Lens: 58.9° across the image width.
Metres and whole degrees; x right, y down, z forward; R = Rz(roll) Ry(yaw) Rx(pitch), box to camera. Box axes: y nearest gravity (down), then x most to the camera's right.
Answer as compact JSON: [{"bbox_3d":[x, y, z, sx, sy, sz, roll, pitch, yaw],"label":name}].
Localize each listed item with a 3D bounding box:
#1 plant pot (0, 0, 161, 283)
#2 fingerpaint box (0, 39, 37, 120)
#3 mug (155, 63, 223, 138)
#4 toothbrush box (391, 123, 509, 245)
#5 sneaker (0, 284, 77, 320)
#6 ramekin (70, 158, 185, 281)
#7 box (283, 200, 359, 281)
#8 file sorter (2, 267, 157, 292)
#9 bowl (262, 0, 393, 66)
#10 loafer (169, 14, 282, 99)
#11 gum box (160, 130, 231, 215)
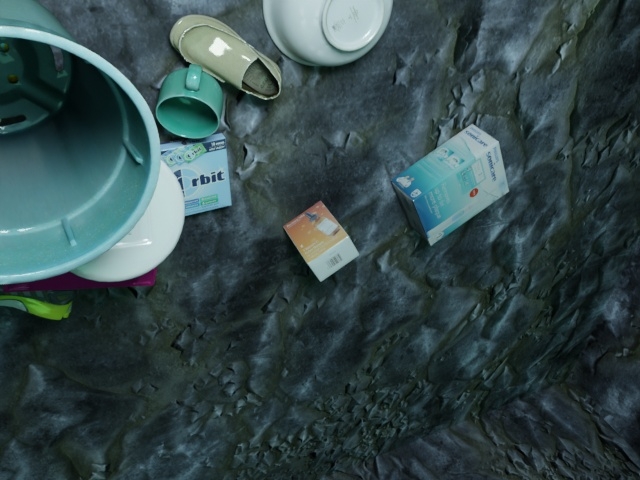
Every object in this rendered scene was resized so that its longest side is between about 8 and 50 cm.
[{"bbox_3d":[-0.434,-0.179,0.772,0.341,0.334,0.341,-20,137,-20],"label":"plant pot"},{"bbox_3d":[-0.733,-0.277,0.855,0.444,0.163,0.371,18,115,-42],"label":"fingerpaint box"},{"bbox_3d":[-0.254,-0.292,1.153,0.157,0.098,0.129,-21,142,36],"label":"mug"},{"bbox_3d":[0.383,-0.160,1.655,0.295,0.126,0.216,-35,135,-4],"label":"toothbrush box"},{"bbox_3d":[-0.671,0.078,1.239,0.300,0.111,0.121,25,100,-47],"label":"sneaker"},{"bbox_3d":[-0.382,-0.058,1.024,0.277,0.135,0.277,-9,107,-31],"label":"ramekin"},{"bbox_3d":[0.000,0.000,1.519,0.130,0.170,0.091,-35,137,-2],"label":"box"},{"bbox_3d":[-0.499,-0.033,1.181,0.290,0.182,0.202,0,123,-32],"label":"file sorter"},{"bbox_3d":[0.041,-0.486,1.178,0.297,0.134,0.298,-16,131,-20],"label":"bowl"},{"bbox_3d":[-0.178,-0.372,1.165,0.268,0.092,0.102,16,115,-39],"label":"loafer"},{"bbox_3d":[-0.292,-0.149,1.313,0.156,0.041,0.185,-15,130,-20],"label":"gum box"}]
